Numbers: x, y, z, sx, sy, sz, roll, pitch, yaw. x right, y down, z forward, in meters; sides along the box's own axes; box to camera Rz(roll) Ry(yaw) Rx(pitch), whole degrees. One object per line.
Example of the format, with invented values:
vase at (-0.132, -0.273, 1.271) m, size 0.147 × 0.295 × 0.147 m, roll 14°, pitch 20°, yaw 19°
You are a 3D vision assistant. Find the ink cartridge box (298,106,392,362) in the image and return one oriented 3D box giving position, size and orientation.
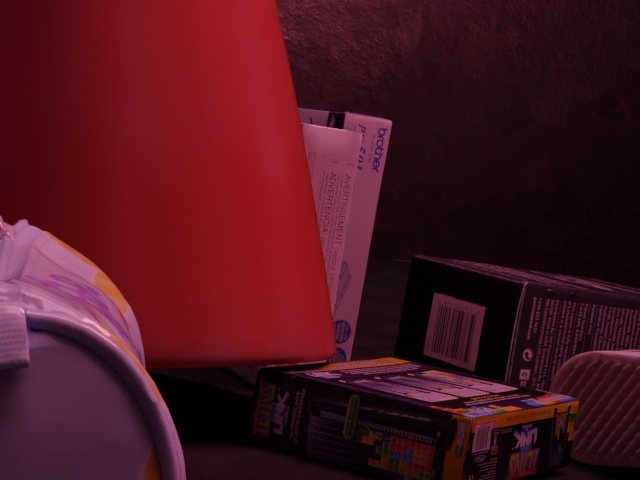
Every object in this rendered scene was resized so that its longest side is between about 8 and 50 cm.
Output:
ink cartridge box at (0.000, 0.000, 1.283) m, size 0.046 × 0.207 × 0.097 m, roll 8°, pitch 3°, yaw -26°

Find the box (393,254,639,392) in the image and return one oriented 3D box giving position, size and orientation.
box at (0.186, 0.083, 1.281) m, size 0.207 × 0.108 × 0.153 m, roll 9°, pitch 3°, yaw -31°

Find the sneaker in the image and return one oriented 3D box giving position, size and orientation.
sneaker at (0.288, 0.121, 1.013) m, size 0.161 × 0.102 × 0.282 m, roll 12°, pitch 2°, yaw -27°

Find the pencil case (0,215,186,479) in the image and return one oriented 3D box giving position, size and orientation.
pencil case at (-0.113, 0.062, 0.582) m, size 0.113 × 0.124 × 0.273 m, roll 10°, pitch 4°, yaw -10°

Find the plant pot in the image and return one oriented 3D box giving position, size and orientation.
plant pot at (-0.127, -0.045, 1.010) m, size 0.275 × 0.243 × 0.275 m, roll 0°, pitch -1°, yaw 0°

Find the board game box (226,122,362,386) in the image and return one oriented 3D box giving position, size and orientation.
board game box at (-0.055, -0.001, 1.271) m, size 0.053 × 0.193 × 0.305 m, roll 8°, pitch 4°, yaw -19°

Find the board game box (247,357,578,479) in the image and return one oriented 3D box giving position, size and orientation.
board game box at (0.060, 0.109, 0.974) m, size 0.141 × 0.048 × 0.170 m, roll 9°, pitch 3°, yaw 29°
